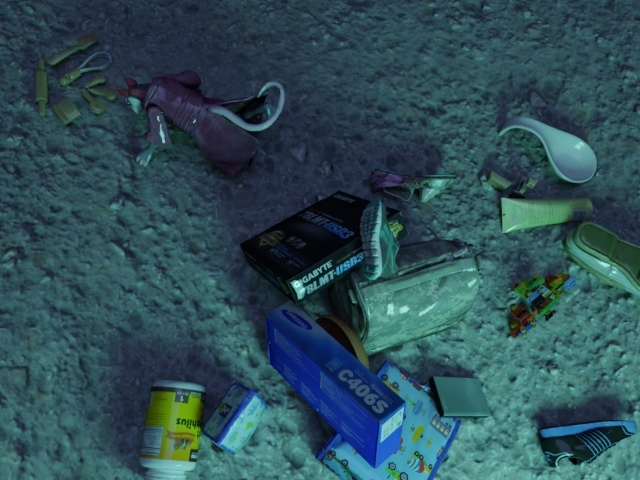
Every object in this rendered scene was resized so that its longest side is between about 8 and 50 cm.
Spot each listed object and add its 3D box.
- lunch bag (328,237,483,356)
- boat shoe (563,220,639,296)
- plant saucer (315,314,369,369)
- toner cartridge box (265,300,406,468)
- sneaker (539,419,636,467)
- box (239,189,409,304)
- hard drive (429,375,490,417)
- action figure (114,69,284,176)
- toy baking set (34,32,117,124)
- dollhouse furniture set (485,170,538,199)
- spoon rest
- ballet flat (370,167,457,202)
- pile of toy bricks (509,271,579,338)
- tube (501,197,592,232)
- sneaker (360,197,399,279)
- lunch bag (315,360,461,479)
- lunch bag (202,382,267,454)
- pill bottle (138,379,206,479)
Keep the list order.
[{"bbox_3d":[0.189,0.116,1.390,0.305,0.256,0.212,-15,74,-14],"label":"lunch bag"},{"bbox_3d":[0.765,0.063,1.575,0.302,0.103,0.113,37,70,6],"label":"boat shoe"},{"bbox_3d":[0.048,0.256,1.356,0.037,0.200,0.200,-16,74,-29],"label":"plant saucer"},{"bbox_3d":[0.021,0.289,1.273,0.075,0.165,0.348,-28,49,-31],"label":"toner cartridge box"},{"bbox_3d":[0.625,0.470,1.433,0.232,0.081,0.090,-6,75,-3],"label":"sneaker"},{"bbox_3d":[0.000,0.000,1.395,0.293,0.295,0.073,-31,116,-15],"label":"box"},{"bbox_3d":[0.319,0.359,1.415,0.135,0.022,0.094,8,51,-26],"label":"hard drive"},{"bbox_3d":[-0.305,-0.292,1.461,0.370,0.276,0.248,21,75,-16],"label":"action figure"},{"bbox_3d":[-0.626,-0.409,1.571,0.197,0.030,0.256,-9,73,-15],"label":"toy baking set"},{"bbox_3d":[0.511,-0.173,1.638,0.114,0.091,0.081,32,54,6],"label":"dollhouse furniture set"},{"bbox_3d":[0.625,-0.255,1.675,0.276,0.084,0.137,30,70,3],"label":"spoon rest"},{"bbox_3d":[0.238,-0.139,1.589,0.221,0.077,0.079,4,89,-2],"label":"ballet flat"},{"bbox_3d":[0.528,0.133,1.527,0.212,0.118,0.105,-37,48,-9],"label":"pile of toy bricks"},{"bbox_3d":[0.590,-0.077,1.622,0.240,0.062,0.070,-6,55,-8],"label":"tube"},{"bbox_3d":[0.125,-0.002,1.254,0.076,0.065,0.166,5,85,-32],"label":"sneaker"},{"bbox_3d":[0.169,0.421,1.362,0.221,0.138,0.293,38,61,8],"label":"lunch bag"},{"bbox_3d":[-0.179,0.376,1.300,0.096,0.151,0.129,33,70,3],"label":"lunch bag"},{"bbox_3d":[-0.310,0.406,1.288,0.117,0.117,0.215,7,71,-6],"label":"pill bottle"}]
